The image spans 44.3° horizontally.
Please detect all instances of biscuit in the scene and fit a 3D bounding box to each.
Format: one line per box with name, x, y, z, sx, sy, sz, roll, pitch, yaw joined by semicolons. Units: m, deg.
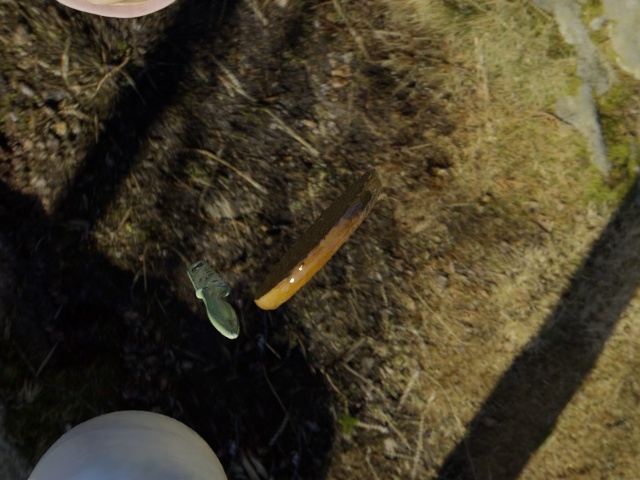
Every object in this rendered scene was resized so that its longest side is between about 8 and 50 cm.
biscuit;0.000;0.001;1.116;0.037;0.262;0.262;43;89;-7

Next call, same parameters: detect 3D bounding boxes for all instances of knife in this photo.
knife;-0.133;0.069;0.994;0.043;0.293;0.020;-18;108;-14

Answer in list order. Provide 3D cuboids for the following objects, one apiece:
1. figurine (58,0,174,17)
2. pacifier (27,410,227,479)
figurine;-0.193;-0.255;0.576;0.176;0.186;0.287;-42;147;16
pacifier;-0.083;0.182;0.347;0.244;0.299;0.233;2;110;-23
